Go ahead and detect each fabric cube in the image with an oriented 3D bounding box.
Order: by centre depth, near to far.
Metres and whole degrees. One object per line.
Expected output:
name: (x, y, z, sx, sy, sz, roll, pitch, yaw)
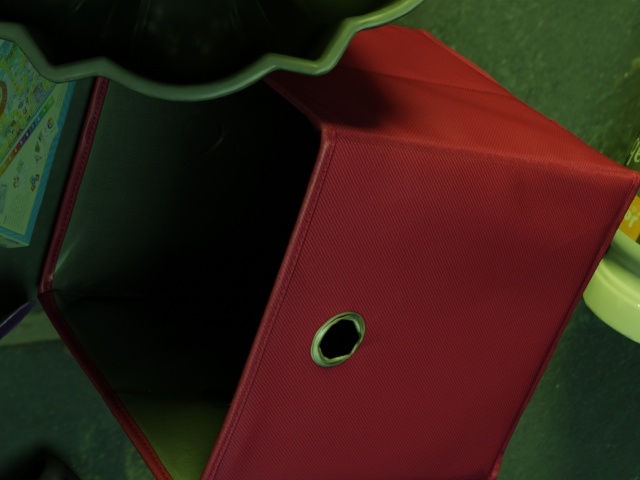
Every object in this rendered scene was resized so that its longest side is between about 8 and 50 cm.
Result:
fabric cube: (0.000, 0.000, 0.799, 0.258, 0.259, 0.254, 5, 117, -38)

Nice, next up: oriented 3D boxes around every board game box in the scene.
board game box: (-0.200, -0.085, 0.704, 0.103, 0.026, 0.154, 27, 67, -39)

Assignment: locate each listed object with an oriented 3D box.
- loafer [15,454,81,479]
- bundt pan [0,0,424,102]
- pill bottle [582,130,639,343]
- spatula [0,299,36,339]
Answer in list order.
loafer: (-0.307, 0.271, 0.908, 0.302, 0.109, 0.095, -31, 114, -21)
bundt pan: (-0.073, -0.226, 0.606, 0.331, 0.124, 0.331, 0, 89, -6)
pill bottle: (0.351, -0.044, 1.073, 0.162, 0.162, 0.278, 5, 117, -36)
spatula: (-0.323, 0.122, 0.815, 0.296, 0.084, 0.030, -27, 90, -7)
